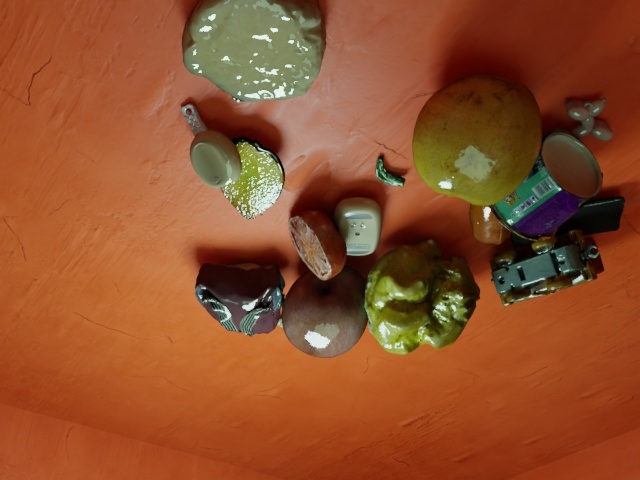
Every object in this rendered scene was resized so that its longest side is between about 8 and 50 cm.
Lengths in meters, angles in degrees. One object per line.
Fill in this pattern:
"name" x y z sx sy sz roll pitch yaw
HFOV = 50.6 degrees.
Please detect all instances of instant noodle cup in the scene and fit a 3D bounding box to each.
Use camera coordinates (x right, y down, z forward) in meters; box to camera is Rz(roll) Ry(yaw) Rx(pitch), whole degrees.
"instant noodle cup" 0.576 -0.148 1.726 0.251 0.251 0.190 17 149 -19

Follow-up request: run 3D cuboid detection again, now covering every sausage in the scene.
"sausage" 0.487 -0.083 1.926 0.133 0.133 0.258 -4 140 5

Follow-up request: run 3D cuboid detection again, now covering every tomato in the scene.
"tomato" 0.000 0.000 1.989 0.095 0.237 0.236 -31 144 -19

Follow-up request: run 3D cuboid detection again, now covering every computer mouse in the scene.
"computer mouse" 0.109 -0.046 2.007 0.145 0.081 0.236 -1 142 2

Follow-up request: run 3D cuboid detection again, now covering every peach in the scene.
"peach" -0.188 -0.178 1.850 0.189 0.068 0.279 12 134 2

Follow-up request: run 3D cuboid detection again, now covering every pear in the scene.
"pear" 0.368 -0.241 1.607 0.315 0.314 0.314 0 140 0

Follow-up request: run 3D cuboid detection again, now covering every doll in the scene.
"doll" 0.667 -0.296 1.722 0.161 0.059 0.160 -30 133 32

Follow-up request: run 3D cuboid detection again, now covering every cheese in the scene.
"cheese" -0.148 -0.445 1.511 0.327 0.115 0.318 -9 139 13
"cheese" -0.290 -0.245 1.741 0.137 0.064 0.227 -18 106 31

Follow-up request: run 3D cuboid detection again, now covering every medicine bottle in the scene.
"medicine bottle" 0.457 0.098 2.198 0.052 0.052 0.089 -8 140 10

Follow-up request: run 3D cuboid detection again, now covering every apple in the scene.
"apple" 0.021 0.218 2.152 0.306 0.305 0.235 0 142 1

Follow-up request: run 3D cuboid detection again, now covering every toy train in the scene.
"toy train" 0.699 0.081 2.066 0.232 0.163 0.369 -2 163 -41

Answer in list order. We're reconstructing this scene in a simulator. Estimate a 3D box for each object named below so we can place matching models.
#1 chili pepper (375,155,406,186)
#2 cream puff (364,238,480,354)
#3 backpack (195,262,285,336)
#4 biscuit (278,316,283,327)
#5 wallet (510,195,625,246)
"chili pepper" 0.185 -0.185 1.881 0.055 0.035 0.118 -38 118 21
"cream puff" 0.329 0.178 2.074 0.378 0.378 0.276 38 164 -36
"backpack" -0.258 0.211 2.228 0.284 0.197 0.317 6 141 4
"biscuit" -0.038 0.324 2.484 0.266 0.040 0.188 17 137 -17
"wallet" 0.729 -0.061 2.015 0.321 0.044 0.170 -10 142 11
